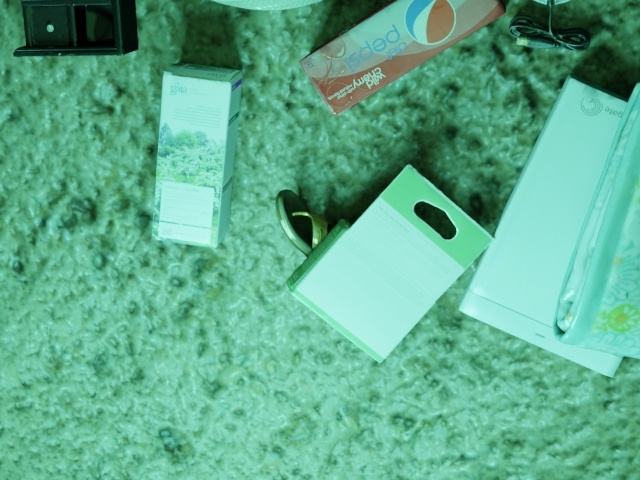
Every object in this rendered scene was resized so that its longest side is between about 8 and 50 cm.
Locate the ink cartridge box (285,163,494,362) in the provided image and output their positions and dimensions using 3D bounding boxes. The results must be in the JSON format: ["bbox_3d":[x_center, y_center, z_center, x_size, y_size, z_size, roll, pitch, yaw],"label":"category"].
[{"bbox_3d":[0.093,0.028,1.643,0.171,0.056,0.235,39,97,-19],"label":"ink cartridge box"}]

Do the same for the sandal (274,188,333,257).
[{"bbox_3d":[0.000,0.000,1.676,0.049,0.072,0.180,-27,106,27],"label":"sandal"}]

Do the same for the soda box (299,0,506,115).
[{"bbox_3d":[0.108,-0.268,1.579,0.263,0.083,0.092,-30,99,15],"label":"soda box"}]

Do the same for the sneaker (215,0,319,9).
[{"bbox_3d":[0.001,-0.397,1.553,0.350,0.131,0.148,-9,83,17],"label":"sneaker"}]

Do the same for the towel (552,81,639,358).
[{"bbox_3d":[0.499,-0.008,1.544,0.321,0.090,0.374,12,110,-10],"label":"towel"}]

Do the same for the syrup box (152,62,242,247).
[{"bbox_3d":[-0.168,-0.118,1.658,0.093,0.096,0.236,8,106,5],"label":"syrup box"}]

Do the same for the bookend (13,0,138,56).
[{"bbox_3d":[-0.335,-0.330,1.638,0.156,0.072,0.157,1,105,9],"label":"bookend"}]

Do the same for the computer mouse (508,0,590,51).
[{"bbox_3d":[0.300,-0.340,1.549,0.106,0.042,0.193,6,114,12],"label":"computer mouse"}]

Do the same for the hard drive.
[{"bbox_3d":[0.364,-0.015,1.627,0.233,0.047,0.353,24,107,2],"label":"hard drive"}]
